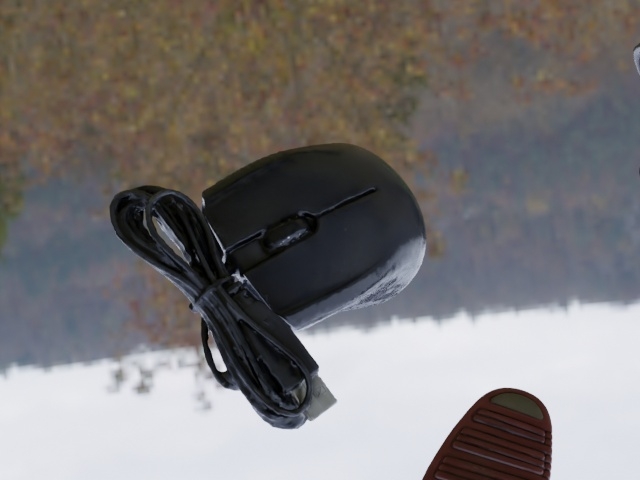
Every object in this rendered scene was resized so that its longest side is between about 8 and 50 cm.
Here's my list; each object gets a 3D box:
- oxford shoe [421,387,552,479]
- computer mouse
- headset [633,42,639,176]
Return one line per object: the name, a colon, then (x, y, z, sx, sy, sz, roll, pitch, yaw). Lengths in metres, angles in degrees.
oxford shoe: (0.143, 0.317, 1.620, 0.123, 0.348, 0.130, 21, 162, 10)
computer mouse: (0.000, 0.000, 1.076, 0.072, 0.188, 0.272, -43, 172, 33)
headset: (0.422, -0.182, 1.662, 0.243, 0.394, 0.185, -11, -143, -22)
